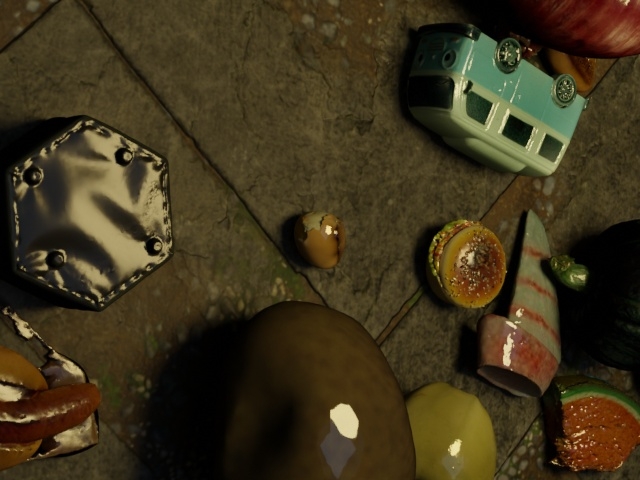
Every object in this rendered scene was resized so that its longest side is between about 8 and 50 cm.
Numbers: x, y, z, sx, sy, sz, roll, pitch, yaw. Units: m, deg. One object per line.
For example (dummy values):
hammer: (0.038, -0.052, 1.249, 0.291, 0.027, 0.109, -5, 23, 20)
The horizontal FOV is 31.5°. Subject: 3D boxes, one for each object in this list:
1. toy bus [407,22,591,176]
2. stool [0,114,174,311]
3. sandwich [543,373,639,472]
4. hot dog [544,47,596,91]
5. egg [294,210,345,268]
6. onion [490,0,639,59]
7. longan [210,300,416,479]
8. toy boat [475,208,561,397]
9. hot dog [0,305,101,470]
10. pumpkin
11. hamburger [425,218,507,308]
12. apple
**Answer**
toy bus: (0.254, -0.204, 1.697, 0.271, 0.133, 0.165, 24, 84, -34)
stool: (-0.289, -0.031, 1.341, 0.232, 0.141, 0.232, -2, 94, -33)
sandwich: (0.455, 0.302, 1.892, 0.235, 0.079, 0.159, 9, 98, -30)
hot dog: (0.397, -0.305, 1.832, 0.140, 0.060, 0.090, 47, 64, -33)
egg: (0.000, 0.000, 1.577, 0.071, 0.071, 0.083, -21, 116, -31)
onion: (0.353, -0.378, 1.681, 0.347, 0.347, 0.285, 10, 129, -33)
longan: (-0.012, 0.251, 1.462, 0.288, 0.288, 0.350, -4, 86, -33)
toy boat: (0.332, 0.097, 1.805, 0.206, 0.096, 0.282, 28, 64, -38)
hot dog: (-0.391, 0.179, 1.306, 0.326, 0.107, 0.194, -3, 94, -34)
pumpkin: (0.471, 0.073, 1.806, 0.248, 0.248, 0.248, -2, 93, -33)
hamburger: (0.220, 0.035, 1.711, 0.126, 0.081, 0.141, -30, 101, -27)
apple: (0.162, 0.303, 1.631, 0.200, 0.200, 0.200, -2, 93, -33)
